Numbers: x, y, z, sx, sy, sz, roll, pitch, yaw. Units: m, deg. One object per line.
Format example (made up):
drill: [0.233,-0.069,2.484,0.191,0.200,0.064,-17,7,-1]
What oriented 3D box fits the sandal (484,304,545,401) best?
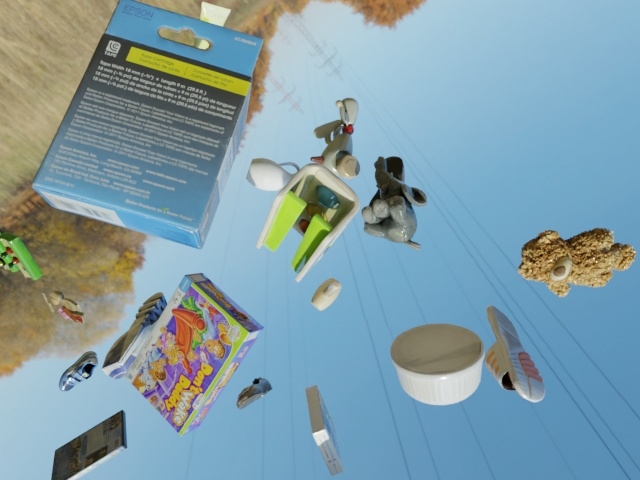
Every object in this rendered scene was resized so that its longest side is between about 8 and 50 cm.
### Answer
sandal: [0.398,0.252,1.119,0.076,0.102,0.265,-48,-159,26]

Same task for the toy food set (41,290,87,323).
toy food set: [-0.520,0.139,1.072,0.122,0.078,0.019,15,-140,26]

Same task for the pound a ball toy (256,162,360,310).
pound a ball toy: [0.000,0.000,1.046,0.136,0.208,0.319,-48,177,-24]

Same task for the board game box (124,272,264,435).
board game box: [-0.334,0.292,1.352,0.347,0.233,0.078,-57,161,13]

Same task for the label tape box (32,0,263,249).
label tape box: [-0.247,-0.181,0.807,0.106,0.241,0.333,113,-7,-72]

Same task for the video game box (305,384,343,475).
video game box: [0.011,0.590,1.625,0.048,0.187,0.205,-18,-155,0]

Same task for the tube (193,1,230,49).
tube: [-0.379,-0.672,1.719,0.070,0.062,0.240,-45,174,-46]

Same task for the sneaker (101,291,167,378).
sneaker: [-0.546,0.335,1.701,0.127,0.182,0.315,-22,-152,32]

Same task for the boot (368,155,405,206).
boot: [0.232,-0.125,1.713,0.112,0.115,0.305,4,-121,24]

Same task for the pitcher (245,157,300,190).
pitcher: [-0.187,-0.274,2.113,0.125,0.207,0.177,119,-15,-46]

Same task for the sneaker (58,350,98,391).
sneaker: [-0.731,0.404,1.571,0.144,0.053,0.059,-50,-132,-6]

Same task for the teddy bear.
teddy bear: [0.700,0.067,1.402,0.245,0.338,0.113,-36,-132,36]

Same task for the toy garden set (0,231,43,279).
toy garden set: [-0.711,-0.017,1.062,0.244,0.203,0.049,14,-135,25]

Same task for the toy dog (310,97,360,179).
toy dog: [0.043,-0.359,1.845,0.220,0.161,0.333,-36,-133,40]

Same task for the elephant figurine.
elephant figurine: [0.224,-0.115,1.517,0.169,0.186,0.239,3,-143,23]

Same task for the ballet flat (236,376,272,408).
ballet flat: [-0.196,0.434,1.505,0.084,0.058,0.250,-35,169,3]

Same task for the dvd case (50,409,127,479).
dvd case: [-0.745,0.674,1.677,0.253,0.022,0.180,-31,-152,-9]

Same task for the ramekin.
ramekin: [0.343,0.363,1.517,0.273,0.127,0.273,-9,-161,3]
